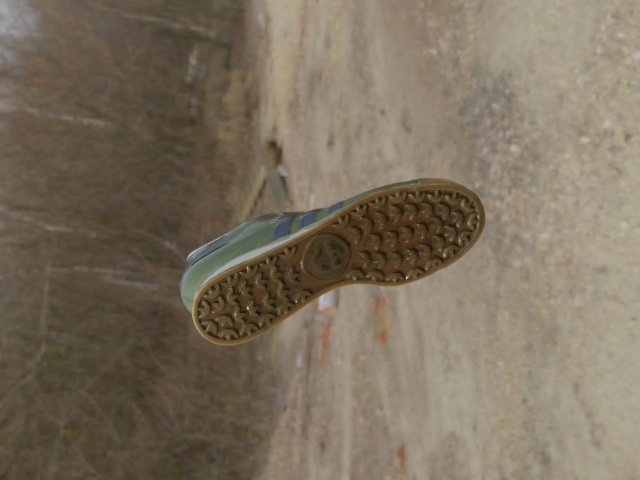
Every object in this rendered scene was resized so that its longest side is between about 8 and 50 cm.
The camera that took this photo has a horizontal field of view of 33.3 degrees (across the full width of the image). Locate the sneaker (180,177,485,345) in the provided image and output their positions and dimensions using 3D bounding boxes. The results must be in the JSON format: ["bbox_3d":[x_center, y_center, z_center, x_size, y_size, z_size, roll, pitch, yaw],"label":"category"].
[{"bbox_3d":[0.000,0.000,0.671,0.086,0.192,0.064,-142,33,-64],"label":"sneaker"}]
